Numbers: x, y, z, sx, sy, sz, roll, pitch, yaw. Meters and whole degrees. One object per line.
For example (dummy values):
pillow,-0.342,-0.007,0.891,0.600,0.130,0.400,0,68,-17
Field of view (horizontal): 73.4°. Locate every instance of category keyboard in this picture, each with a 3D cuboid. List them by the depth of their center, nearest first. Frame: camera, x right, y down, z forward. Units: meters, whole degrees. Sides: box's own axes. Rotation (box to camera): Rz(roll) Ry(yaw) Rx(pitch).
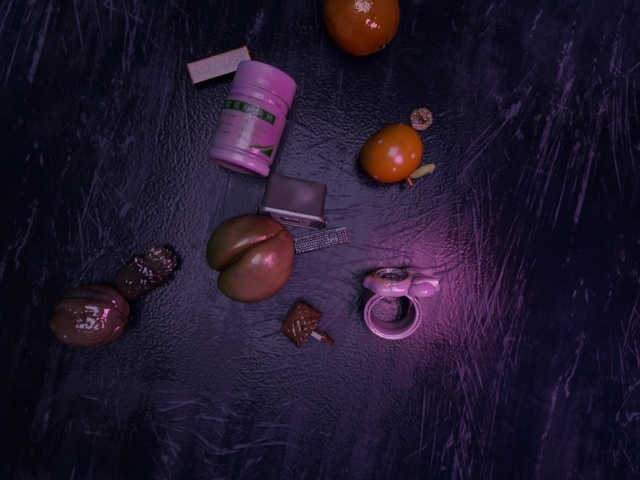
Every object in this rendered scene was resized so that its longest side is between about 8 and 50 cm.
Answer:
keyboard,0.000,0.000,1.518,0.197,0.010,0.064,-14,92,-3

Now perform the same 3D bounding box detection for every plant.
plant,-0.575,0.102,1.422,0.194,0.132,0.129,-37,94,1

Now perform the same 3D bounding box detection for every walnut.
walnut,-0.739,0.241,1.382,0.223,0.224,0.225,0,89,-3

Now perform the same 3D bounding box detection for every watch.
watch,0.266,0.210,1.462,0.248,0.211,0.218,-1,107,4

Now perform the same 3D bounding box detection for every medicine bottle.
medicine bottle,-0.223,-0.389,1.409,0.211,0.212,0.326,19,88,-3

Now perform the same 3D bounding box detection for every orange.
orange,0.137,-0.751,1.427,0.263,0.264,0.265,0,89,-3

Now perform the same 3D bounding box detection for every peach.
peach,-0.221,0.051,1.391,0.291,0.247,0.293,-2,71,7

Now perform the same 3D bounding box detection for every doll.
doll,0.260,-0.271,1.450,0.213,0.213,0.236,-42,105,-3

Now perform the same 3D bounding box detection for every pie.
pie,0.361,-0.436,1.540,0.084,0.020,0.085,0,90,-3

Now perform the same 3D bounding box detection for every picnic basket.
picnic basket,-0.034,0.303,1.452,0.178,0.128,0.138,33,89,7

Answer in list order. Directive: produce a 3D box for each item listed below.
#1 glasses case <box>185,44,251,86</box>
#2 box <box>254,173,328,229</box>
glasses case,-0.346,-0.602,1.485,0.217,0.049,0.075,-19,97,-3
box,-0.089,-0.129,1.447,0.243,0.163,0.135,10,80,-2
